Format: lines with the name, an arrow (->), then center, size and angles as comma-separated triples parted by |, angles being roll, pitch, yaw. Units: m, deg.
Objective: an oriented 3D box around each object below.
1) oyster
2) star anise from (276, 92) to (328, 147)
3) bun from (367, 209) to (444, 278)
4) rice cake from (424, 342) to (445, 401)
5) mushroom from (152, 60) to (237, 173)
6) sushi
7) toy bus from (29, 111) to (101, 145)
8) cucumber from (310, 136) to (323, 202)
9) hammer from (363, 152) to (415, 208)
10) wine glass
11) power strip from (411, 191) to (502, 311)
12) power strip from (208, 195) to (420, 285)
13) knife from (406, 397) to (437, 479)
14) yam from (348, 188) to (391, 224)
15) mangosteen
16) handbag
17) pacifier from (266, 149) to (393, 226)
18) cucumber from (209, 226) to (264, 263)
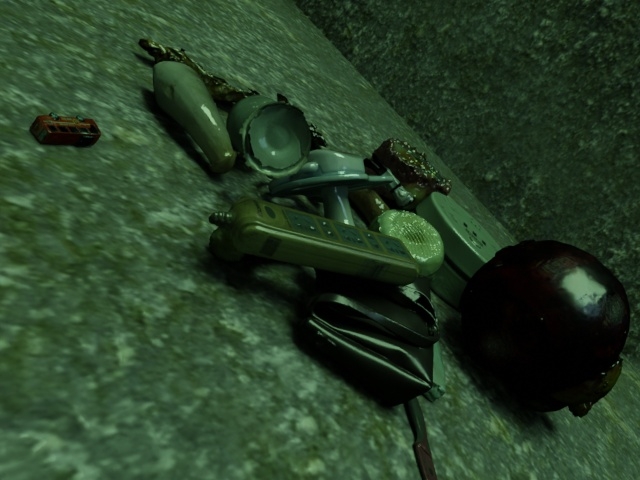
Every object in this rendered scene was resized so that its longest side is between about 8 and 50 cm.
oyster -> -0.278, -0.380, 1.493 | 0.345, 0.078, 0.129 | 20, 10, -43
star anise -> -0.076, -0.341, 1.796 | 0.212, 0.053, 0.157 | 52, 21, 15
bun -> 0.194, 0.021, 1.500 | 0.196, 0.118, 0.195 | 14, 44, -14
rice cake -> 0.190, 0.217, 1.243 | 0.124, 0.038, 0.211 | 37, 22, -15
mushroom -> -0.250, -0.249, 1.239 | 0.270, 0.103, 0.118 | 57, -12, 24
sushi -> 0.262, -0.186, 1.958 | 0.270, 0.171, 0.236 | 29, 25, -30
toy bus -> -0.378, -0.164, 0.944 | 0.043, 0.031, 0.110 | 51, 23, 11
cucumber -> -0.017, -0.176, 1.562 | 0.074, 0.074, 0.241 | 30, 26, -33
hammer -> 0.151, -0.154, 1.697 | 0.152, 0.044, 0.427 | 49, -1, -5
wine glass -> -0.117, -0.223, 1.282 | 0.143, 0.143, 0.321 | 35, 6, -23
power strip -> 0.380, 0.028, 1.774 | 0.357, 0.161, 0.357 | 37, 22, -17
power strip -> 0.000, 0.000, 1.015 | 0.388, 0.066, 0.092 | 13, 32, -33
knife -> 0.164, 0.329, 1.014 | 0.035, 0.018, 0.247 | 37, 23, -25
yam -> 0.150, -0.066, 1.659 | 0.356, 0.081, 0.081 | 51, 22, 21
mangosteen -> 0.531, 0.192, 1.472 | 0.421, 0.381, 0.381 | 43, 19, -29
handbag -> 0.081, 0.118, 1.096 | 0.257, 0.113, 0.285 | 31, 35, -15
pacifier -> 0.022, -0.067, 1.324 | 0.299, 0.244, 0.233 | -4, 82, -59
cucumber -> -0.082, 0.002, 1.119 | 0.072, 0.072, 0.300 | 51, 20, 17
